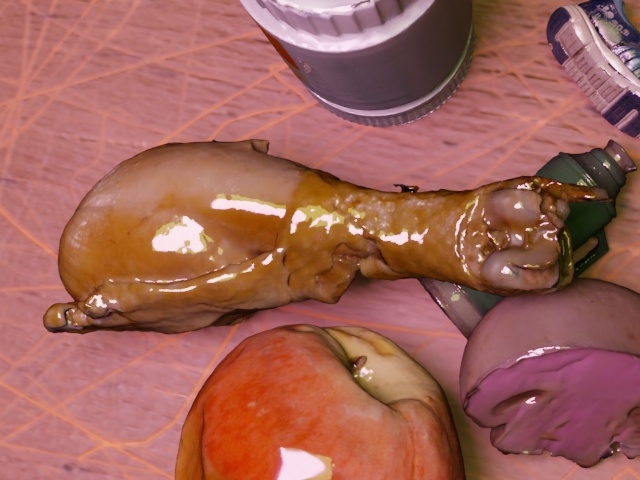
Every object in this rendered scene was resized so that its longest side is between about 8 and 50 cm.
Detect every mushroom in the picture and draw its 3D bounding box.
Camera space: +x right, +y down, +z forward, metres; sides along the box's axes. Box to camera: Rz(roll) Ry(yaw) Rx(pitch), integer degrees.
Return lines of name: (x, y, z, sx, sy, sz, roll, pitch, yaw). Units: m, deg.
mushroom: (0.197, 0.090, 1.070, 0.188, 0.141, 0.117, 15, 56, -13)

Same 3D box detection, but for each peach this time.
peach: (-0.006, 0.180, 1.056, 0.214, 0.214, 0.235, 35, 122, 11)

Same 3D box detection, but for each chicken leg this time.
chicken leg: (0.000, 0.000, 1.059, 0.429, 0.201, 0.152, 1, 104, 24)

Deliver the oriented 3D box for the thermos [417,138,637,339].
thermos: (0.168, -0.003, 1.110, 0.188, 0.073, 0.083, -40, 76, 2)

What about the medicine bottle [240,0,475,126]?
medicine bottle: (0.028, -0.187, 1.032, 0.158, 0.318, 0.158, -1, 84, 8)

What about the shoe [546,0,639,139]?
shoe: (0.244, -0.138, 1.127, 0.071, 0.064, 0.143, -38, 84, -16)
